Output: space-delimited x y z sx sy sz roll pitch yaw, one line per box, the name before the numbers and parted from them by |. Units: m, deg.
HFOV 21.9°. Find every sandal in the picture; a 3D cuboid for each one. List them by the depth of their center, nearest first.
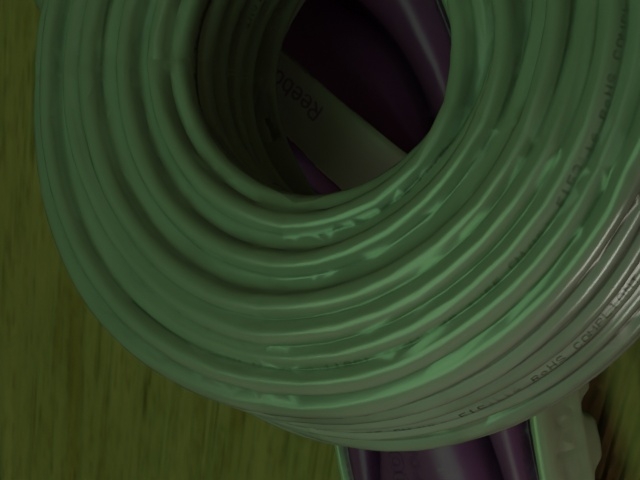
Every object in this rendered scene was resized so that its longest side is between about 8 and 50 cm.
sandal | 0.010 -0.005 0.666 0.169 0.102 0.416 -24 87 47

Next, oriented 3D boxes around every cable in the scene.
cable | 0.018 -0.058 0.555 0.257 0.089 0.257 12 89 32

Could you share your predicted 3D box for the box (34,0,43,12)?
box | -0.104 -0.228 0.695 0.159 0.044 0.233 -125 38 -47
